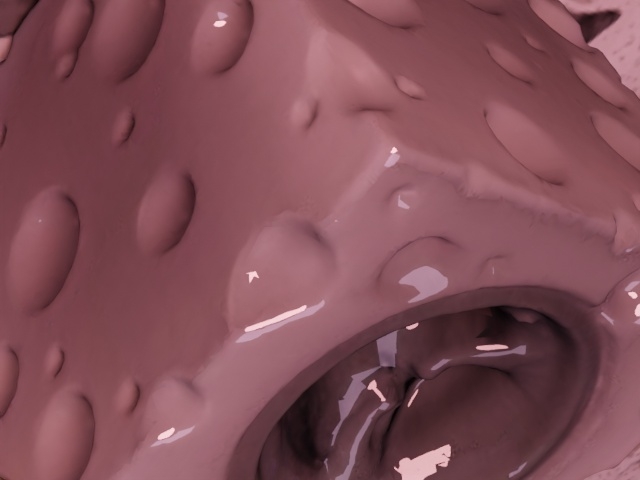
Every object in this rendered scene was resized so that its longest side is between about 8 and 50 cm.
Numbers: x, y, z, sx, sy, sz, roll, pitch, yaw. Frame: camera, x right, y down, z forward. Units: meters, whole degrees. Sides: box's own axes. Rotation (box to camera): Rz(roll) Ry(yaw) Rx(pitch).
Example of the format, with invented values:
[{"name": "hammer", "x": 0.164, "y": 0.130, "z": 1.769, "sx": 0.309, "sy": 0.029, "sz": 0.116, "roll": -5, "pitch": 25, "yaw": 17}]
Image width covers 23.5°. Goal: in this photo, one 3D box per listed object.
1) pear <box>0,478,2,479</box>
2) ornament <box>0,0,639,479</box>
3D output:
[{"name": "pear", "x": -0.158, "y": 0.209, "z": 0.772, "sx": 0.314, "sy": 0.314, "sz": 0.314, "roll": -16, "pitch": 139, "yaw": -14}, {"name": "ornament", "x": 0.000, "y": 0.000, "z": 0.677, "sx": 0.239, "sy": 0.240, "sz": 0.240, "roll": 16, "pitch": 124, "yaw": -41}]
